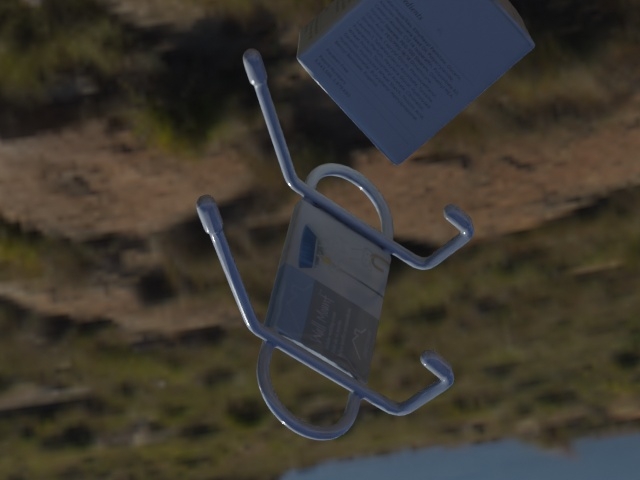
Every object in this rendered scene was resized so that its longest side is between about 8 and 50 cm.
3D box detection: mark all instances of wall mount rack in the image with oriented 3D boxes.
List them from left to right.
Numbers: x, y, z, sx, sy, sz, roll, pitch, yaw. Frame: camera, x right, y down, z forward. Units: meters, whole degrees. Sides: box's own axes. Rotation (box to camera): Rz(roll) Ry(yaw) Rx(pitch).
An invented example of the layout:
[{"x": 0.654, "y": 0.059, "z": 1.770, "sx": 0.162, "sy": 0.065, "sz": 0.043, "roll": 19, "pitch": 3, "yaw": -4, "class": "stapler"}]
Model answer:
[{"x": 0.000, "y": 0.000, "z": 1.643, "sx": 0.304, "sy": 0.350, "sz": 0.130, "roll": 33, "pitch": 132, "yaw": -19, "class": "wall mount rack"}]

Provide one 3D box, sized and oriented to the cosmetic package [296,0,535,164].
[{"x": 0.092, "y": -0.202, "z": 1.729, "sx": 0.184, "sy": 0.151, "sz": 0.151, "roll": -40, "pitch": -168, "yaw": 13, "class": "cosmetic package"}]
